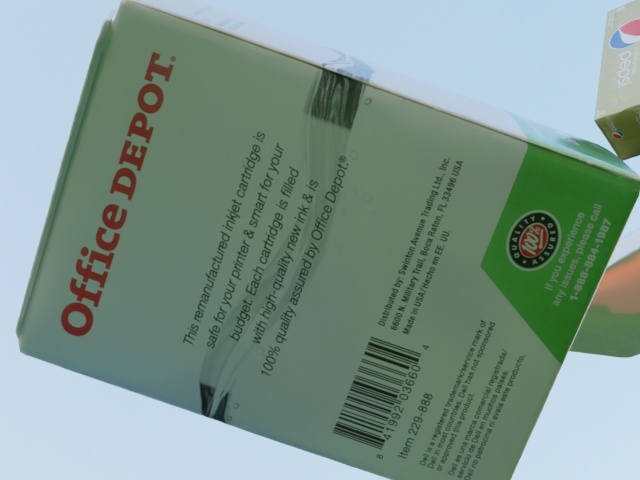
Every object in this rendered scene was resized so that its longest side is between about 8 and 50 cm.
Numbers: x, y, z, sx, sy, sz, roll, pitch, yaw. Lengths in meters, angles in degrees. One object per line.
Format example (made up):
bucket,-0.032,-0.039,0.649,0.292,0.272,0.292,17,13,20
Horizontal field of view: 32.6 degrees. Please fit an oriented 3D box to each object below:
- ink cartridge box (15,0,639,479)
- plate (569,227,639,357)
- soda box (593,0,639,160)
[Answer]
ink cartridge box,0.000,0.000,0.632,0.289,0.121,0.211,20,-74,-3
plate,0.349,0.052,1.176,0.277,0.045,0.278,11,-32,-36
soda box,0.312,-0.162,1.063,0.061,0.181,0.058,-19,-55,35
